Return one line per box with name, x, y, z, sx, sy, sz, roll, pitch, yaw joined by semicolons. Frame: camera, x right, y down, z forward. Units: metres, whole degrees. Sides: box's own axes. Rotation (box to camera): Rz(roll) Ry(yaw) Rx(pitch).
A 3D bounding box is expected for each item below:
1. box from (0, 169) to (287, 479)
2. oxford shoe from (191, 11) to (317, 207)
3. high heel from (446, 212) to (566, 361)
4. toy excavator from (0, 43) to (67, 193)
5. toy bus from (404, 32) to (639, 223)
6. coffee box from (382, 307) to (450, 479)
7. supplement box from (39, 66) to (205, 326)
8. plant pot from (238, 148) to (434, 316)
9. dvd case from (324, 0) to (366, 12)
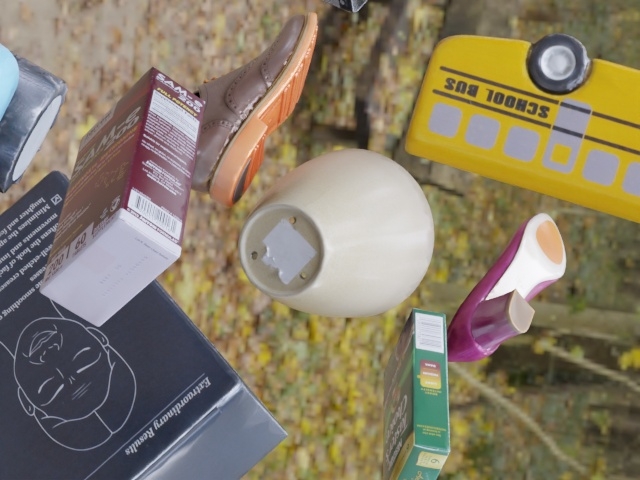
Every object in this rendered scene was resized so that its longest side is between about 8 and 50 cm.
box;-0.287;0.167;1.497;0.293;0.395;0.212;-41;152;-6
oxford shoe;-0.107;-0.215;1.770;0.130;0.133;0.363;105;10;-53
high heel;0.214;0.055;1.466;0.082;0.117;0.244;48;39;-17
toy excavator;-0.335;-0.082;0.827;0.433;0.222;0.445;-58;-174;20
toy bus;0.250;-0.088;1.051;0.108;0.333;0.130;-7;115;-80
coffee box;0.095;0.171;1.256;0.184;0.040;0.113;-86;-169;-46
supplement box;-0.188;-0.048;1.205;0.073;0.130;0.239;35;33;-25
plant pot;0.000;0.000;1.745;0.274;0.256;0.256;-13;109;-68
dvd case;-0.065;-0.331;1.204;0.029;0.239;0.179;-48;150;-24
